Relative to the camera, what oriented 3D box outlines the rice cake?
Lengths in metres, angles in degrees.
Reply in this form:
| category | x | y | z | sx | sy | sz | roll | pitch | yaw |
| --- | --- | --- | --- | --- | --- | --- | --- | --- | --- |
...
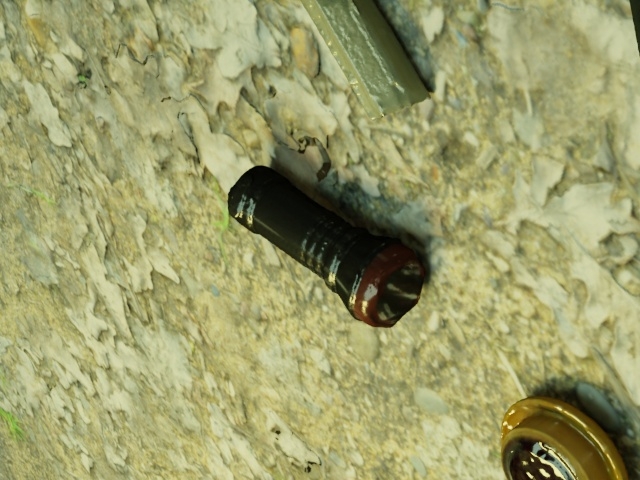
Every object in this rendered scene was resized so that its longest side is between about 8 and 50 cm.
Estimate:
| category | x | y | z | sx | sy | sz | roll | pitch | yaw |
| --- | --- | --- | --- | --- | --- | --- | --- | --- | --- |
| rice cake | 0.011 | -0.224 | 1.060 | 0.057 | 0.052 | 0.256 | -30 | 90 | 24 |

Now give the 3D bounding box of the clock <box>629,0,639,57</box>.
| category | x | y | z | sx | sy | sz | roll | pitch | yaw |
| --- | --- | --- | --- | --- | --- | --- | --- | --- | --- |
| clock | 0.252 | -0.262 | 0.630 | 0.279 | 0.049 | 0.273 | 123 | 156 | -51 |

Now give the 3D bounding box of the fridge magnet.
| category | x | y | z | sx | sy | sz | roll | pitch | yaw |
| --- | --- | --- | --- | --- | --- | --- | --- | --- | --- |
| fridge magnet | 0.224 | 0.212 | 1.099 | 0.143 | 0.063 | 0.143 | 32 | 139 | 34 |

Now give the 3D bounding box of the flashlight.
| category | x | y | z | sx | sy | sz | roll | pitch | yaw |
| --- | --- | --- | --- | --- | --- | --- | --- | --- | --- |
| flashlight | 0.000 | 0.000 | 1.204 | 0.232 | 0.093 | 0.093 | 35 | 137 | 36 |
